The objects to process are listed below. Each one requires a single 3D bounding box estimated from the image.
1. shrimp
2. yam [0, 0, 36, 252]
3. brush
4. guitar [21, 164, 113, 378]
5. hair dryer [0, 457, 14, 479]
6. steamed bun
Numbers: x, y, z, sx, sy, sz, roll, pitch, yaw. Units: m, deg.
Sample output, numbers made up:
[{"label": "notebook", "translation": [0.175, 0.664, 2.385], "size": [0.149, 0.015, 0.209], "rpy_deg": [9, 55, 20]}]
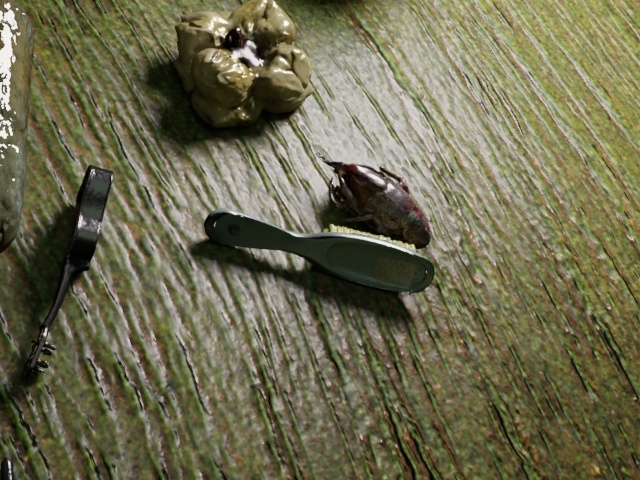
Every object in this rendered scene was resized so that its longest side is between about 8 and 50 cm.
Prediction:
[{"label": "shrimp", "translation": [0.068, -0.057, 1.480], "size": [0.190, 0.073, 0.075], "rpy_deg": [35, 46, -2]}, {"label": "yam", "translation": [-0.396, -0.129, 1.312], "size": [0.133, 0.133, 0.330], "rpy_deg": [2, 60, -21]}, {"label": "brush", "translation": [0.000, 0.000, 1.424], "size": [0.296, 0.068, 0.060], "rpy_deg": [14, 33, -10]}, {"label": "guitar", "translation": [-0.283, 0.037, 1.276], "size": [0.038, 0.084, 0.271], "rpy_deg": [17, 58, -12]}, {"label": "hair dryer", "translation": [-0.315, 0.256, 1.132], "size": [0.047, 0.026, 0.083], "rpy_deg": [2, 53, -22]}, {"label": "steamed bun", "translation": [-0.105, -0.255, 1.527], "size": [0.177, 0.106, 0.192], "rpy_deg": [-12, 60, -30]}]
